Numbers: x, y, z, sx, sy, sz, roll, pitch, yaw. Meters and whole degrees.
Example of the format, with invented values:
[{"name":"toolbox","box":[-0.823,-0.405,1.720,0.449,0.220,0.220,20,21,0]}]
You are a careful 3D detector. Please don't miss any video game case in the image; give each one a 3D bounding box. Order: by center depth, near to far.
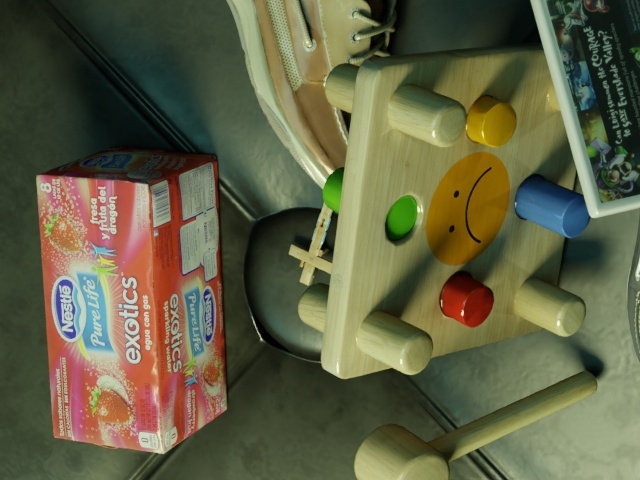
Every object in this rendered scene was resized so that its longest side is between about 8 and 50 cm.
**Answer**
[{"name":"video game case","box":[0.263,-0.126,1.407,0.173,0.022,0.190,-13,81,-8]}]

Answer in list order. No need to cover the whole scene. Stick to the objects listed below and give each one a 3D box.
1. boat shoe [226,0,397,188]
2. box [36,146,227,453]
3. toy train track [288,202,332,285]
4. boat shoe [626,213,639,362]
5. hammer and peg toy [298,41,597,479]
[{"name":"boat shoe","box":[0.003,-0.178,1.555,0.116,0.123,0.324,-24,94,28]},{"name":"box","box":[-0.170,0.052,1.698,0.122,0.128,0.257,5,107,25]},{"name":"toy train track","box":[0.000,0.000,1.665,0.048,0.014,0.083,25,108,26]},{"name":"boat shoe","box":[0.280,0.023,1.500,0.075,0.065,0.206,10,109,24]},{"name":"hammer and peg toy","box":[0.109,0.020,1.491,0.127,0.266,0.361,25,117,43]}]
